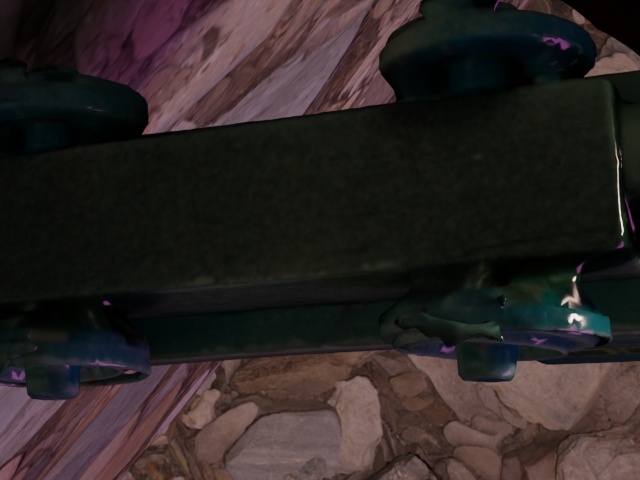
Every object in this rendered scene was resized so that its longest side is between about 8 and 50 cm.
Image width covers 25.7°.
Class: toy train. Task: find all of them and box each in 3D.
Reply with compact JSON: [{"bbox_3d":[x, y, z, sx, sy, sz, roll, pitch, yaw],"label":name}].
[{"bbox_3d":[0.000,0.000,0.519,0.194,0.298,0.120,25,62,-67],"label":"toy train"}]

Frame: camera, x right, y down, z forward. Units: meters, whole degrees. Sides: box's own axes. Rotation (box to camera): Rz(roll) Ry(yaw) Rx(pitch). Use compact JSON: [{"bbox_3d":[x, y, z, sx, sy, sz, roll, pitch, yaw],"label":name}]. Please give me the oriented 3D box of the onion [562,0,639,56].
[{"bbox_3d":[0.140,-0.189,0.485,0.385,0.348,0.348,-15,165,-12],"label":"onion"}]
